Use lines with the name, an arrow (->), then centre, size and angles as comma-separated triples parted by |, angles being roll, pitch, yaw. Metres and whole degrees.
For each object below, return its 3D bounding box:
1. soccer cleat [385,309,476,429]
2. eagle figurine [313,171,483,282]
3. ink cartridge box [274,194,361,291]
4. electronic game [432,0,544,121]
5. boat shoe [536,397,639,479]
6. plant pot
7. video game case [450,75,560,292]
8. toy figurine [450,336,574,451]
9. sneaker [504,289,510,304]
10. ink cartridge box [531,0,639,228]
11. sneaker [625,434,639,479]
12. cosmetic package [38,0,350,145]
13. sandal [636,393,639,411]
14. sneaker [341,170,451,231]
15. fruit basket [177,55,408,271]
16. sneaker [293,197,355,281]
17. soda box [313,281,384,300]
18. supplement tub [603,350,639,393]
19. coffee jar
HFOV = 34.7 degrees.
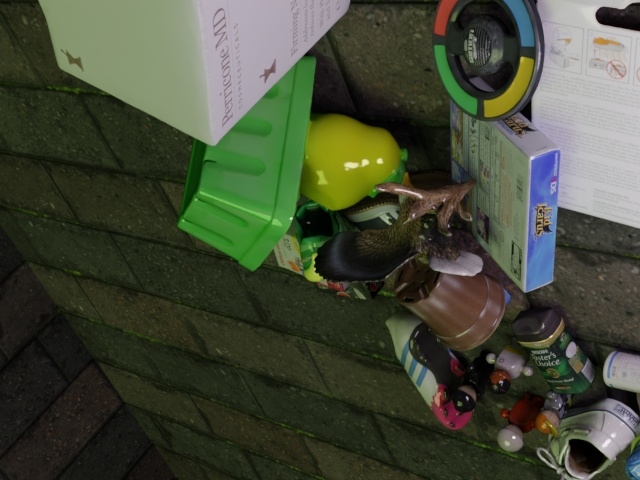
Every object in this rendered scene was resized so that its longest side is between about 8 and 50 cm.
soccer cleat -> 0.250, 0.284, 2.307 | 0.143, 0.116, 0.331 | 29, 151, 53
eagle figurine -> 0.150, -0.007, 1.748 | 0.226, 0.225, 0.298 | 32, 142, -4
ink cartridge box -> 0.000, 0.000, 2.172 | 0.176, 0.127, 0.128 | 21, 145, 30
electronic game -> 0.246, -0.291, 1.527 | 0.229, 0.048, 0.229 | 29, 126, 49
boat shoe -> 0.530, 0.440, 2.097 | 0.136, 0.156, 0.367 | 41, 160, 6
plant pot -> 0.238, 0.103, 1.963 | 0.165, 0.167, 0.167 | 34, 156, -32
video game case -> 0.294, -0.093, 1.659 | 0.244, 0.061, 0.269 | -126, 23, -47
toy figurine -> 0.402, 0.326, 2.135 | 0.213, 0.148, 0.209 | 43, 149, -4
sneaker -> 0.290, 0.156, 2.094 | 0.081, 0.090, 0.232 | 44, 149, -7
ink cartridge box -> 0.463, -0.197, 1.486 | 0.308, 0.091, 0.385 | 19, 132, 32
sneaker -> 0.668, 0.407, 1.972 | 0.091, 0.126, 0.240 | 35, 149, 8
cosmetic package -> -0.186, -0.430, 1.563 | 0.327, 0.393, 0.329 | 28, 148, 19
sandal -> 0.633, 0.365, 1.903 | 0.060, 0.219, 0.090 | 15, 152, -36
sneaker -> 0.185, -0.041, 1.952 | 0.282, 0.099, 0.153 | -5, 134, 44
fruit basket -> -0.044, -0.142, 1.872 | 0.392, 0.392, 0.283 | 41, 149, -2
sneaker -> 0.009, -0.039, 2.011 | 0.109, 0.295, 0.123 | -11, 121, 7
soda box -> 0.057, 0.088, 2.295 | 0.169, 0.053, 0.060 | 7, 136, 43
supplement tub -> 0.590, 0.249, 1.908 | 0.107, 0.071, 0.071 | 9, 138, 40
coffee jar -> 0.455, 0.213, 2.000 | 0.096, 0.079, 0.184 | -10, 123, 52
